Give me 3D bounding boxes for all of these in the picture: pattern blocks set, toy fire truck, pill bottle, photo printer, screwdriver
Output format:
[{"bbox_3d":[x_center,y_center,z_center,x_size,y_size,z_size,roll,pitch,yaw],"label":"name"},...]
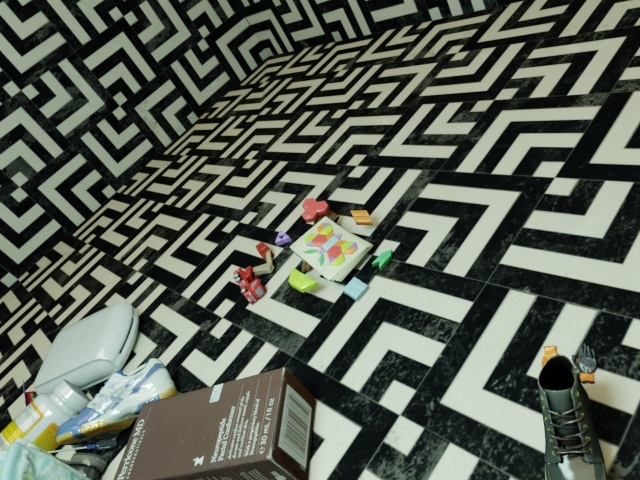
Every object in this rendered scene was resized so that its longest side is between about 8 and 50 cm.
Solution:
[{"bbox_3d":[0.025,0.017,1.307,0.324,0.026,0.285,21,62,30],"label":"pattern blocks set"},{"bbox_3d":[-0.184,0.092,1.463,0.135,0.047,0.192,-36,34,-4],"label":"toy fire truck"},{"bbox_3d":[-0.754,0.506,1.354,0.136,0.136,0.246,14,56,49],"label":"pill bottle"},{"bbox_3d":[-0.709,0.336,1.555,0.307,0.107,0.256,-25,35,15],"label":"photo printer"},{"bbox_3d":[-0.580,0.500,1.208,0.025,0.169,0.024,-60,39,29],"label":"screwdriver"}]

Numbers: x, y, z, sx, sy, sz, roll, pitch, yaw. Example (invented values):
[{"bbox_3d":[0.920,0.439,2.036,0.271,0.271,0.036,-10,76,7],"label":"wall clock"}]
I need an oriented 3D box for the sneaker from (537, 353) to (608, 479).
[{"bbox_3d":[0.344,0.279,0.702,0.083,0.118,0.222,-15,38,27],"label":"sneaker"}]

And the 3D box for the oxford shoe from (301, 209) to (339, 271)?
[{"bbox_3d":[0.000,0.000,1.408,0.076,0.076,0.212,20,64,4],"label":"oxford shoe"}]

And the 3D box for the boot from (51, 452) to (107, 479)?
[{"bbox_3d":[-0.627,0.617,1.144,0.262,0.091,0.229,-18,36,20],"label":"boot"}]

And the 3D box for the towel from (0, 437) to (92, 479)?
[{"bbox_3d":[-0.465,0.563,0.863,0.090,0.321,0.374,-31,32,1],"label":"towel"}]

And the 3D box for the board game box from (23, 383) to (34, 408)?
[{"bbox_3d":[-0.849,0.490,1.475,0.033,0.169,0.133,-6,32,-31],"label":"board game box"}]

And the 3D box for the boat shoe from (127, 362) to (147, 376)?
[{"bbox_3d":[-0.517,0.420,1.333,0.079,0.084,0.233,39,65,18],"label":"boat shoe"}]

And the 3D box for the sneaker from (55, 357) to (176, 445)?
[{"bbox_3d":[-0.512,0.402,1.250,0.296,0.112,0.131,-23,62,-11],"label":"sneaker"}]

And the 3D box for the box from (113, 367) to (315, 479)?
[{"bbox_3d":[-0.210,0.405,1.009,0.381,0.143,0.191,-21,35,22],"label":"box"}]

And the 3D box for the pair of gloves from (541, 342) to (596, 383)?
[{"bbox_3d":[0.414,0.205,0.834,0.083,0.010,0.074,-11,40,31],"label":"pair of gloves"}]
